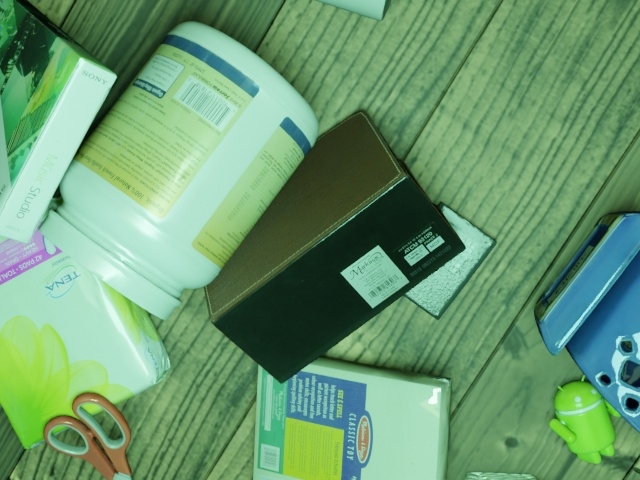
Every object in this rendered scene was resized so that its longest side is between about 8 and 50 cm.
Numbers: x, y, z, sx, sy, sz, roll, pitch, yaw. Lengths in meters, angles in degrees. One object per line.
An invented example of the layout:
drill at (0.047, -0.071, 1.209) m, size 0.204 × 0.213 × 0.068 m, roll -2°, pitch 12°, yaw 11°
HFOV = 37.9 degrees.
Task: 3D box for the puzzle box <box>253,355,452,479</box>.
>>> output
puzzle box at (0.036, 0.365, 1.266) m, size 0.272 × 0.052 × 0.409 m, roll 7°, pitch 99°, yaw 27°

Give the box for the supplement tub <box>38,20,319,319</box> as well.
supplement tub at (-0.175, -0.083, 1.155) m, size 0.228 × 0.228 × 0.316 m, roll 36°, pitch 84°, yaw 0°

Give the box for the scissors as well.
scissors at (-0.269, 0.330, 1.298) m, size 0.109 × 0.021 × 0.297 m, roll -29°, pitch 115°, yaw 7°

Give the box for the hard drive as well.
hard drive at (0.163, 0.029, 1.274) m, size 0.094 × 0.022 × 0.135 m, roll 36°, pitch 98°, yaw 0°

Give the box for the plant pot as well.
plant pot at (0.401, 0.093, 1.163) m, size 0.212 × 0.236 × 0.236 m, roll 36°, pitch 98°, yaw 6°

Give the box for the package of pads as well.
package of pads at (-0.368, 0.106, 1.290) m, size 0.229 × 0.101 × 0.296 m, roll -26°, pitch 95°, yaw 9°

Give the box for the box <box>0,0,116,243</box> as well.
box at (-0.390, -0.169, 1.174) m, size 0.322 × 0.058 × 0.232 m, roll 38°, pitch 102°, yaw 44°

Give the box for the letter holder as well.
letter holder at (0.000, 0.000, 1.235) m, size 0.302 × 0.214 × 0.152 m, roll -37°, pitch 125°, yaw 9°

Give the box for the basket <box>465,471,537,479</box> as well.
basket at (0.250, 0.407, 1.275) m, size 0.113 × 0.103 × 0.167 m, roll 2°, pitch 98°, yaw 4°

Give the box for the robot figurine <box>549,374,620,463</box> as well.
robot figurine at (0.357, 0.242, 1.262) m, size 0.101 × 0.067 × 0.115 m, roll -21°, pitch 95°, yaw -20°

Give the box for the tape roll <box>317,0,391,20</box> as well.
tape roll at (0.032, -0.406, 1.119) m, size 0.169 × 0.246 × 0.246 m, roll 18°, pitch 98°, yaw 1°
